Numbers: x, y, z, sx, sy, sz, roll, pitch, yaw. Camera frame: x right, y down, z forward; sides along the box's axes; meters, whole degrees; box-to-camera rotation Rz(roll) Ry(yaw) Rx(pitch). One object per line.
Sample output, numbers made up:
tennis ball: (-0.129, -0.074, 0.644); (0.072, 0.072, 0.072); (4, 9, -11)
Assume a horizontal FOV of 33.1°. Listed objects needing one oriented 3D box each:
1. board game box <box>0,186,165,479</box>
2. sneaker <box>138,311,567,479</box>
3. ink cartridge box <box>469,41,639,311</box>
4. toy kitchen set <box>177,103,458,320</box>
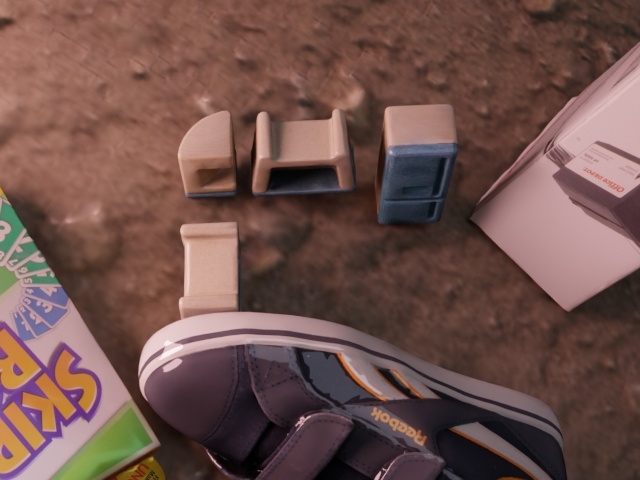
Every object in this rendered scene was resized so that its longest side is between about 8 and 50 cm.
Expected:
board game box: (-0.216, 0.081, 0.720); (0.124, 0.039, 0.259); (-29, 81, -31)
sneaker: (0.031, 0.146, 0.727); (0.321, 0.126, 0.127); (16, 45, -16)
ink cartridge box: (0.292, -0.100, 0.859); (0.129, 0.307, 0.223); (45, 57, 1)
toy kitchen set: (0.000, 0.000, 0.823); (0.207, 0.122, 0.166); (-2, 65, -2)
